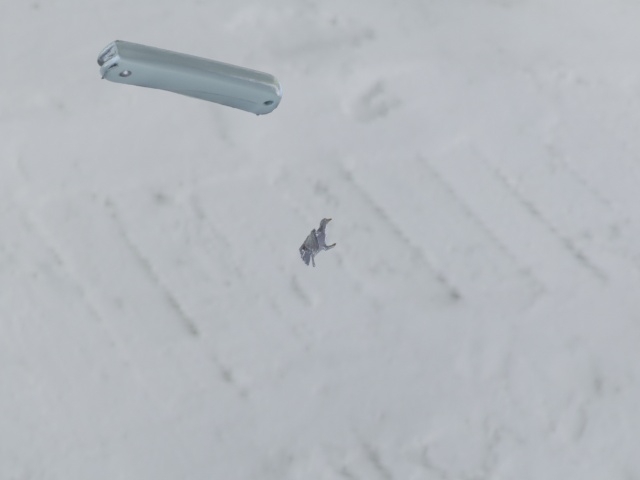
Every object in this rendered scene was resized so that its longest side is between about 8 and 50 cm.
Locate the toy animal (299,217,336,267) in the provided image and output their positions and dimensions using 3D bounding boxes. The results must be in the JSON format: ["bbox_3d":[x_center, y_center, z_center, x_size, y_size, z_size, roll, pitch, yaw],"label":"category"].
[{"bbox_3d":[0.000,0.001,1.813,0.028,0.084,0.050,42,-104,0],"label":"toy animal"}]

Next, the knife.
[{"bbox_3d":[-0.095,-0.118,1.305,0.162,0.044,0.023,9,-118,-41],"label":"knife"}]
